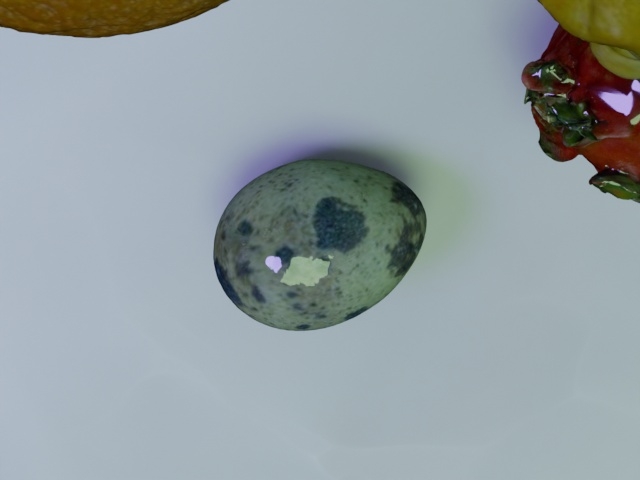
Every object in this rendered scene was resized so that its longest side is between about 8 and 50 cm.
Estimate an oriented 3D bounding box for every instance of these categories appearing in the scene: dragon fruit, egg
[{"bbox_3d":[0.288,-0.093,0.808,0.269,0.200,0.198,44,163,9],"label":"dragon fruit"},{"bbox_3d":[0.000,0.000,0.907,0.181,0.141,0.141,-17,126,-2],"label":"egg"}]

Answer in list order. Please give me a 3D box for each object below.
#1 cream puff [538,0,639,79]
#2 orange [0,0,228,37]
[{"bbox_3d":[0.190,-0.268,0.612,0.257,0.324,0.291,37,151,4],"label":"cream puff"},{"bbox_3d":[-0.109,-0.281,0.586,0.357,0.322,0.322,-18,125,14],"label":"orange"}]
